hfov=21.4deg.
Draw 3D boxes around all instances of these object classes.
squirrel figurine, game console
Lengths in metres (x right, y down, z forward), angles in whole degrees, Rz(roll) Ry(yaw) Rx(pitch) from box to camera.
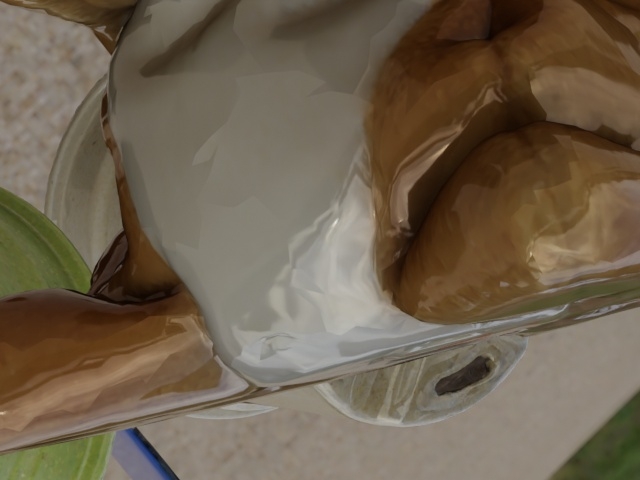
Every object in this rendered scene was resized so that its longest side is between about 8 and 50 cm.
[{"bbox_3d":[0.028,-0.144,0.650,0.281,0.370,0.397,-21,170,42],"label":"squirrel figurine"},{"bbox_3d":[-0.183,0.159,1.840,0.293,0.173,0.250,136,-26,-74],"label":"game console"}]

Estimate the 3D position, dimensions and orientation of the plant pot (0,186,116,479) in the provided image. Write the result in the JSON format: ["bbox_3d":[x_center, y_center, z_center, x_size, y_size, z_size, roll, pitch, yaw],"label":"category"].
[{"bbox_3d":[-0.273,0.064,0.845,0.276,0.276,0.254,-44,161,1],"label":"plant pot"}]

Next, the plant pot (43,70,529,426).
[{"bbox_3d":[0.000,0.000,1.273,0.334,0.334,0.305,-40,-157,-19],"label":"plant pot"}]
